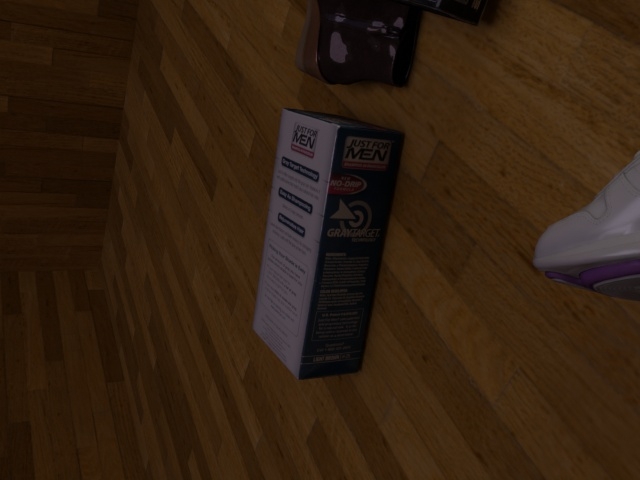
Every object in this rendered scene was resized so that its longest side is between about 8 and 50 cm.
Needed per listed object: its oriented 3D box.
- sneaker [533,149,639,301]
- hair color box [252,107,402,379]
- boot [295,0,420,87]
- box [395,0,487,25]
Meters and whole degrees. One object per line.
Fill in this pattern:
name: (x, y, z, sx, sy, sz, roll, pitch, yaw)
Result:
sneaker: (0.278, -0.048, 0.431, 0.305, 0.114, 0.152, -31, 49, 52)
hair color box: (0.000, 0.000, 0.899, 0.174, 0.105, 0.348, 33, 118, 56)
boot: (0.061, -0.333, 0.851, 0.206, 0.090, 0.249, 20, 104, 45)
box: (0.084, -0.400, 0.703, 0.307, 0.076, 0.243, 35, 115, 41)
